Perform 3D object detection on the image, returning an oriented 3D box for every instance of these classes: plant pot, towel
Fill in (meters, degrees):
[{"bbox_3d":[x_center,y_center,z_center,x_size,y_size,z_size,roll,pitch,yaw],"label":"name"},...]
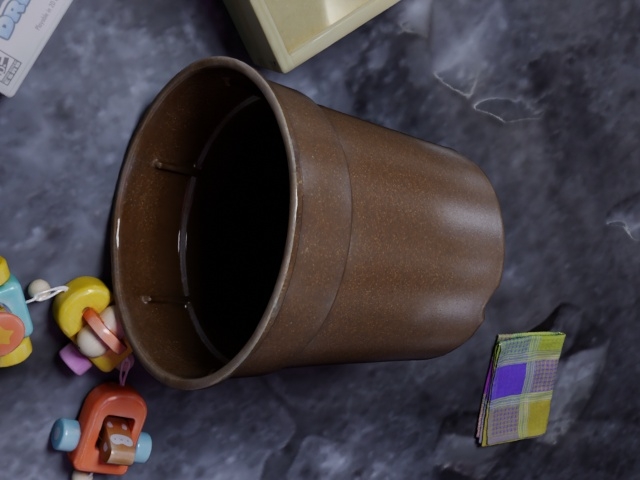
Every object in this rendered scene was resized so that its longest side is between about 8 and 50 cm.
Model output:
[{"bbox_3d":[0.000,0.000,0.660,0.165,0.167,0.167,8,105,-38],"label":"plant pot"},{"bbox_3d":[0.141,0.104,0.859,0.060,0.009,0.083,-1,110,-27],"label":"towel"}]

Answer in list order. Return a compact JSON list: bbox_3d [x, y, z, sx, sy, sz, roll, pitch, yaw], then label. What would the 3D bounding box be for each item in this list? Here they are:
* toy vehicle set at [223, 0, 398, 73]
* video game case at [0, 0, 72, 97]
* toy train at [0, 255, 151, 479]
[{"bbox_3d":[0.045,-0.227,0.651,0.267,0.035,0.166,-35,121,-17],"label":"toy vehicle set"},{"bbox_3d":[-0.167,-0.169,0.579,0.143,0.019,0.157,31,92,-34],"label":"video game case"},{"bbox_3d":[-0.151,0.077,0.669,0.166,0.046,0.125,21,98,-33],"label":"toy train"}]
